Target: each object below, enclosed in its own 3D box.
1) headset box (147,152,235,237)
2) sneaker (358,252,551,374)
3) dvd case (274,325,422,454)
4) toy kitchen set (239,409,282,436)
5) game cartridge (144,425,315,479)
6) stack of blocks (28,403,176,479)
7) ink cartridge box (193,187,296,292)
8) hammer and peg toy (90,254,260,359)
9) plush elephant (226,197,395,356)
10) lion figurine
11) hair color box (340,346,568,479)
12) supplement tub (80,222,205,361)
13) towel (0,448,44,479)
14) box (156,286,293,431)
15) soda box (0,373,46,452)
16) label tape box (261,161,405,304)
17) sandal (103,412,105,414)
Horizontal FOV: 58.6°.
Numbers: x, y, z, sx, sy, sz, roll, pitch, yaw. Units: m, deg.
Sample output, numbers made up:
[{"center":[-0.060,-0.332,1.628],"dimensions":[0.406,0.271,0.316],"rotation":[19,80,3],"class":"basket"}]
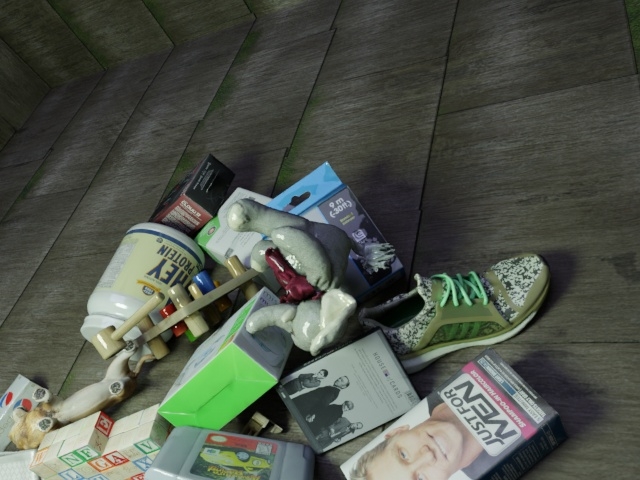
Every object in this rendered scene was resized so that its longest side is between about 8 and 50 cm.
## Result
[{"center":[-0.392,-0.112,1.716],"dimensions":[0.293,0.110,0.218],"rotation":[-33,26,36],"class":"headset box"},{"center":[0.255,0.124,1.125],"dimensions":[0.411,0.182,0.158],"rotation":[-29,42,7],"class":"sneaker"},{"center":[0.054,0.296,1.117],"dimensions":[0.239,0.179,0.029],"rotation":[-28,9,8],"class":"dvd case"},{"center":[-0.130,0.411,1.208],"dimensions":[0.068,0.083,0.075],"rotation":[34,71,3],"class":"toy kitchen set"},{"center":[-0.159,0.425,1.054],"dimensions":[0.295,0.060,0.196],"rotation":[9,11,0],"class":"game cartridge"},{"center":[-0.440,0.452,1.218],"dimensions":[0.297,0.171,0.087],"rotation":[-25,31,19],"class":"stack of blocks"},{"center":[-0.175,-0.007,1.567],"dimensions":[0.289,0.121,0.211],"rotation":[22,67,43],"class":"ink cartridge box"},{"center":[-0.322,0.176,1.332],"dimensions":[0.266,0.127,0.361],"rotation":[-32,-1,40],"class":"hammer and peg toy"},{"center":[-0.034,0.104,1.125],"dimensions":[0.331,0.271,0.255],"rotation":[10,68,3],"class":"plush elephant"},{"center":[-0.573,0.393,1.411],"dimensions":[0.393,0.240,0.142],"rotation":[-20,67,-21],"class":"lion figurine"},{"center":[0.226,0.366,0.986],"dimensions":[0.347,0.105,0.174],"rotation":[-39,42,-2],"class":"hair color box"},{"center":[-0.477,0.139,1.548],"dimensions":[0.236,0.235,0.324],"rotation":[-4,51,30],"class":"supplement tub"},{"center":[-0.757,0.654,1.321],"dimensions":[0.332,0.053,0.316],"rotation":[-14,72,25],"class":"towel"},{"center":[-0.183,0.263,1.216],"dimensions":[0.262,0.127,0.231],"rotation":[-43,10,25],"class":"box"},{"center":[-0.879,0.494,1.610],"dimensions":[0.069,0.074,0.216],"rotation":[9,58,38],"class":"soda box"},{"center":[0.000,0.000,1.342],"dimensions":[0.249,0.115,0.347],"rotation":[-34,75,3],"class":"label tape box"},{"center":[-0.579,0.496,1.431],"dimensions":[0.072,0.049,0.180],"rotation":[-28,42,7],"class":"sandal"}]
